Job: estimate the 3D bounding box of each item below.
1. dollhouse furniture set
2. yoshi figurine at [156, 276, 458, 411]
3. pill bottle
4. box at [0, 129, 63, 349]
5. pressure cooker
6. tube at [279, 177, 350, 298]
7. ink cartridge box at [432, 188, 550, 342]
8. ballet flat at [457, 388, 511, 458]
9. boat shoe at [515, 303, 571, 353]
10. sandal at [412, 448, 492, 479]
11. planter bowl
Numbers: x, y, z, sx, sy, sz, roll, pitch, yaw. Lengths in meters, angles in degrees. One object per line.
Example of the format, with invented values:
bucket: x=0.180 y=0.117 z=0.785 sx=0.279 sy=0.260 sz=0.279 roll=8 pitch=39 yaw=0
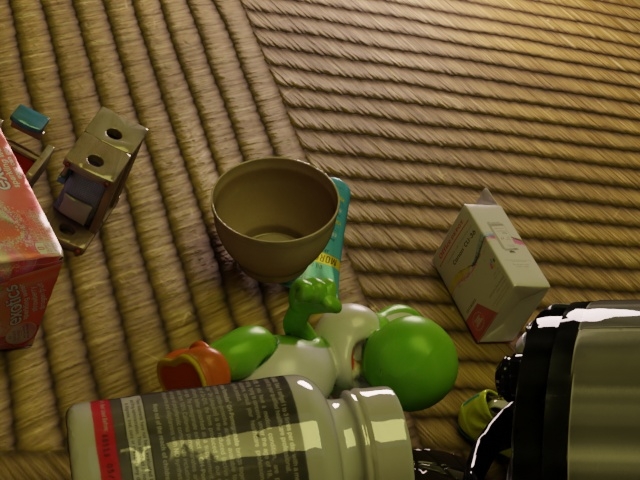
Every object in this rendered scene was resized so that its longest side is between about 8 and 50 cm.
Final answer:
dollhouse furniture set: x=-0.333 y=-0.098 z=1.652 sx=0.184 sy=0.129 sz=0.129 roll=27 pitch=37 yaw=-3
yoshi figurine: x=0.014 y=0.151 z=1.514 sx=0.362 sy=0.203 sz=0.203 roll=-17 pitch=57 yaw=-39
pill bottle: x=-0.079 y=0.224 z=1.307 sx=0.319 sy=0.176 sz=0.176 roll=-7 pitch=46 yaw=-11
box: x=-0.417 y=-0.031 z=1.504 sx=0.142 sy=0.154 sz=0.300 roll=-6 pitch=49 yaw=-37
pressure cooker: x=0.365 y=0.237 z=1.431 sx=0.421 sy=0.370 sz=0.375 roll=-2 pitch=66 yaw=21
tube: x=0.000 y=0.000 z=1.821 sx=0.080 sy=0.052 sz=0.207 roll=13 pitch=44 yaw=-1
ink cartridge box: x=0.224 y=0.031 z=1.863 sx=0.067 sy=0.115 sz=0.198 roll=2 pitch=43 yaw=-30
ballet flat: x=0.280 y=0.253 z=1.670 sx=0.231 sy=0.077 sz=0.077 roll=28 pitch=36 yaw=-1
boat shoe: x=0.420 y=0.154 z=1.860 sx=0.303 sy=0.091 sz=0.114 roll=7 pitch=42 yaw=-25
sandal: x=0.098 y=0.287 z=1.541 sx=0.219 sy=0.060 sz=0.090 roll=4 pitch=35 yaw=-7
planter bowl: x=-0.058 y=-0.015 z=1.726 sx=0.162 sy=0.109 sz=0.162 roll=2 pitch=44 yaw=-2
